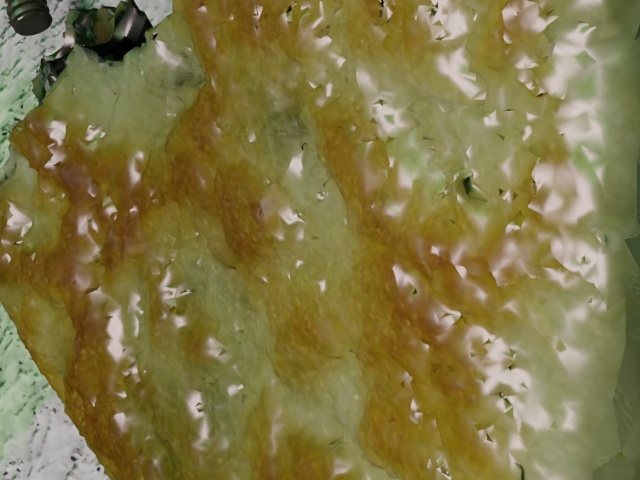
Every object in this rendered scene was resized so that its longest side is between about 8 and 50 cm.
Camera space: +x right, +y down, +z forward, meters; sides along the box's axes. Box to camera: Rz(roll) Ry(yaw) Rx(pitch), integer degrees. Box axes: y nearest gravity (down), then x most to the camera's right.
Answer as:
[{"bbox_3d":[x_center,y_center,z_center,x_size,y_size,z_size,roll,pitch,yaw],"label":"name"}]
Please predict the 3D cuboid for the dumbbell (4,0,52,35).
[{"bbox_3d":[-0.171,-0.200,0.934,0.110,0.110,0.254,-38,54,27],"label":"dumbbell"}]

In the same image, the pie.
[{"bbox_3d":[0.000,0.000,0.606,0.371,0.078,0.296,-39,65,49],"label":"pie"}]
